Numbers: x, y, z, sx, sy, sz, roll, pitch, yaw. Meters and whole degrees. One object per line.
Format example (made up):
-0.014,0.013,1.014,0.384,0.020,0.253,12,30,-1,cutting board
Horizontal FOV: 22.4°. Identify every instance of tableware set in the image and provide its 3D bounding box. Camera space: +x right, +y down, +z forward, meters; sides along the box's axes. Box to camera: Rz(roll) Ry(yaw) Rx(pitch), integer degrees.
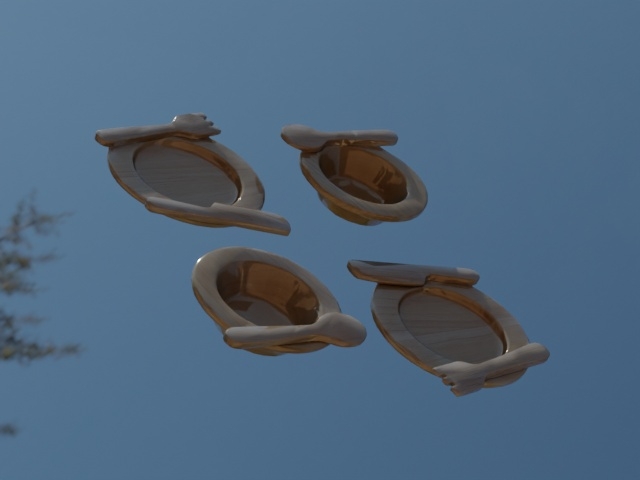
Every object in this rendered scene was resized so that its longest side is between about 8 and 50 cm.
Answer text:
0.000,0.000,0.609,0.168,0.141,0.020,57,-46,41,tableware set
